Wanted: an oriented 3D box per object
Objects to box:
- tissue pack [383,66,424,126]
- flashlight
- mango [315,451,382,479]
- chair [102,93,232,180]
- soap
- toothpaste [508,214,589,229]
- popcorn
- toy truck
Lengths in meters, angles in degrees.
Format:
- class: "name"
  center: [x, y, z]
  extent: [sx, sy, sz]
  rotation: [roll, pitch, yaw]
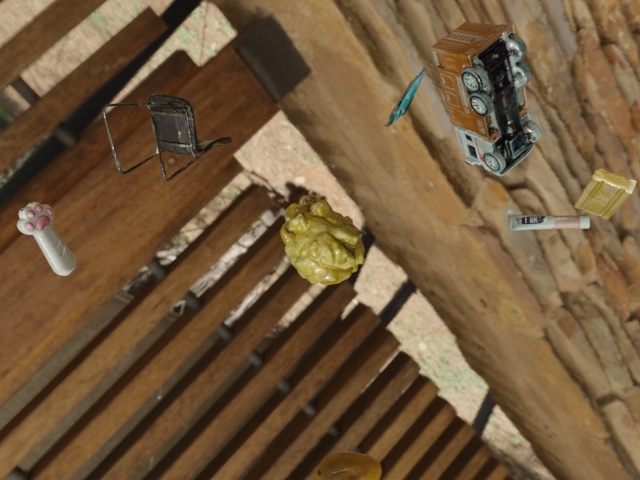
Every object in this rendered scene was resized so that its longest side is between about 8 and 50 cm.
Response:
- class: "tissue pack"
  center: [0.180, -0.295, 1.324]
  extent: [0.028, 0.138, 0.085]
  rotation: [29, -173, -4]
- class: "flashlight"
  center: [-0.657, 0.000, 1.539]
  extent: [0.048, 0.093, 0.200]
  rotation: [0, 124, 33]
- class: "mango"
  center: [0.046, 0.386, 1.043]
  extent: [0.078, 0.114, 0.057]
  rotation: [-93, -18, -46]
- class: "chair"
  center: [-0.299, -0.227, 1.289]
  extent: [0.140, 0.221, 0.145]
  rotation: [12, 120, 32]
- class: "soap"
  center: [0.693, -0.112, 1.554]
  extent: [0.092, 0.037, 0.252]
  rotation: [24, 174, 16]
- class: "toothpaste"
  center: [0.612, -0.049, 1.704]
  extent: [0.205, 0.056, 0.036]
  rotation: [1, 139, 17]
- class: "popcorn"
  center: [0.000, 0.000, 1.807]
  extent: [0.252, 0.215, 0.286]
  rotation: [30, -166, -22]
- class: "toy truck"
  center: [0.339, -0.292, 1.318]
  extent: [0.162, 0.136, 0.305]
  rotation: [35, 158, 48]
